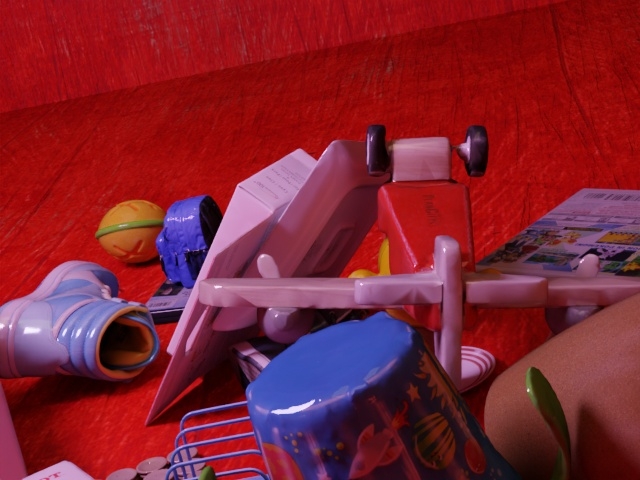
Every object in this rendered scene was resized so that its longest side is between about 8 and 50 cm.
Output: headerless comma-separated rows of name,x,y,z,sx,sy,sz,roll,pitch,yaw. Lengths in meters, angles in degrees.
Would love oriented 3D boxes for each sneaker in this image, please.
sneaker,-0.291,0.114,2.141,0.208,0.127,0.319,3,18,16
sneaker,-0.008,0.142,1.894,0.163,0.086,0.226,-20,18,-12

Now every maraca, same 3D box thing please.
maraca,-0.289,-0.012,2.535,0.127,0.099,0.185,-7,-7,11

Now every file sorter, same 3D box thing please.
file sorter,-0.092,0.248,1.615,0.118,0.104,0.170,-12,19,6

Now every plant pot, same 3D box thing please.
plant pot,0.286,0.159,1.476,0.254,0.237,0.237,-15,13,41

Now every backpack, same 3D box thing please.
backpack,-0.188,-0.001,2.311,0.101,0.120,0.098,-9,20,10

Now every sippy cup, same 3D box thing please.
sippy cup,0.050,0.197,1.418,0.305,0.224,0.240,-30,20,-17

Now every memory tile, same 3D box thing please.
memory tile,-0.195,0.273,1.757,0.148,0.012,0.113,-19,19,-15

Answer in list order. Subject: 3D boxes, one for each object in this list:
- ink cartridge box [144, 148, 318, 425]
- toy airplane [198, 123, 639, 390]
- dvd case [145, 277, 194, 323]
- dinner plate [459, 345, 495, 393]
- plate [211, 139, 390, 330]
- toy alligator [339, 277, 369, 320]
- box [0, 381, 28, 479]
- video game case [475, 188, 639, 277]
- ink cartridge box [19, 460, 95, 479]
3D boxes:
ink cartridge box,-0.121,0.054,1.944,0.066,0.296,0.261,37,38,14
toy airplane,0.123,0.062,1.720,0.386,0.272,0.384,24,34,36
dvd case,-0.146,0.058,2.339,0.180,0.022,0.253,-6,19,17
dinner plate,0.136,0.160,1.853,0.141,0.017,0.141,-11,18,4
plate,0.000,0.000,1.976,0.045,0.277,0.278,37,14,15
toy alligator,0.039,0.089,2.080,0.051,0.056,0.189,24,4,-25
box,-0.482,0.216,1.875,0.215,0.168,0.345,-17,18,-14
video game case,0.413,0.003,2.096,0.329,0.036,0.300,5,25,41
ink cartridge box,-0.231,0.326,1.378,0.171,0.168,0.232,-21,20,-25
